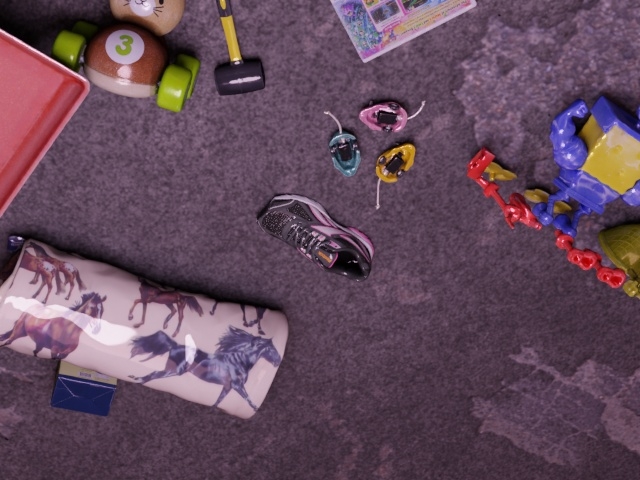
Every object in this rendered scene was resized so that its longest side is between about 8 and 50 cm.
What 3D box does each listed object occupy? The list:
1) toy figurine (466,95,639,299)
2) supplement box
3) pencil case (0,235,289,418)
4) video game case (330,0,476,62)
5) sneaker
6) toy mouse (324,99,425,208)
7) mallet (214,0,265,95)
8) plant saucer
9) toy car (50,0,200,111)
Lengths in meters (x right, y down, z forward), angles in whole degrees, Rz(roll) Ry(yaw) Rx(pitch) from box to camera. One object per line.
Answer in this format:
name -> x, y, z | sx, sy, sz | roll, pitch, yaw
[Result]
toy figurine -> 0.397, -0.074, 1.403 | 0.362, 0.191, 0.217 | 27, 111, -23
supplement box -> -0.335, 0.197, 1.550 | 0.083, 0.083, 0.056 | 14, 120, -15
pencil case -> -0.243, 0.123, 1.471 | 0.410, 0.183, 0.160 | 18, 90, -17
video game case -> 0.090, -0.309, 1.311 | 0.157, 0.019, 0.143 | -26, 122, 9
sneaker -> 0.000, 0.000, 1.464 | 0.178, 0.077, 0.072 | 22, 117, -18
toy mouse -> 0.061, -0.137, 1.410 | 0.143, 0.031, 0.161 | 27, 116, -22
mallet -> -0.121, -0.263, 1.312 | 0.062, 0.039, 0.189 | -16, 118, 7
plant saucer -> -0.427, -0.149, 1.189 | 0.258, 0.047, 0.259 | 30, 115, -26
toy car -> -0.203, -0.266, 1.245 | 0.155, 0.149, 0.188 | 17, 108, -5
